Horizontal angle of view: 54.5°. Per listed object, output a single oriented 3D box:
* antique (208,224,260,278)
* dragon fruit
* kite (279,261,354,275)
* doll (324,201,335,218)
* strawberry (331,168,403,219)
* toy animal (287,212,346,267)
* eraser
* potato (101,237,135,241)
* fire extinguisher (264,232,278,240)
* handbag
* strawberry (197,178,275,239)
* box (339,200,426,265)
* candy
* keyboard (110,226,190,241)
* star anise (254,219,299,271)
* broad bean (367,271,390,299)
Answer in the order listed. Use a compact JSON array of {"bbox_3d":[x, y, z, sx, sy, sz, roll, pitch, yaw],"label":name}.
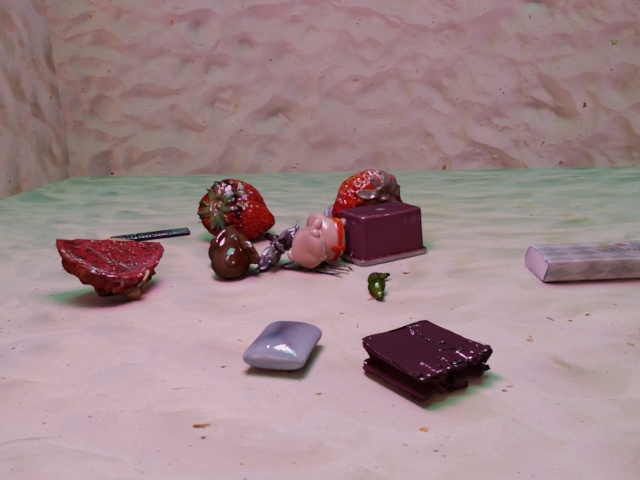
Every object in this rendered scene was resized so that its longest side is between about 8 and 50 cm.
[{"bbox_3d":[-0.293,0.047,2.008,0.143,0.121,0.257,-34,25,-9],"label":"antique"},{"bbox_3d":[-0.612,0.108,1.822,0.317,0.152,0.205,4,28,-30],"label":"dragon fruit"},{"bbox_3d":[-0.010,0.085,2.010,0.245,0.015,0.141,9,20,36],"label":"kite"},{"bbox_3d":[0.152,-0.123,2.533,0.287,0.150,0.151,-14,18,-15],"label":"doll"},{"bbox_3d":[0.144,-0.144,2.307,0.265,0.149,0.336,-7,-23,-34],"label":"strawberry"},{"bbox_3d":[0.000,0.000,1.998,0.171,0.171,0.198,9,19,36],"label":"toy animal"},{"bbox_3d":[0.832,0.058,1.830,0.397,0.082,0.213,-3,16,1],"label":"eraser"},{"bbox_3d":[-0.677,0.046,2.091,0.178,0.118,0.109,2,45,-38],"label":"potato"},{"bbox_3d":[-0.171,-0.009,2.366,0.046,0.032,0.100,29,-6,-36],"label":"fire extinguisher"},{"bbox_3d":[0.216,0.245,1.280,0.203,0.073,0.216,-14,21,-34],"label":"handbag"},{"bbox_3d":[-0.311,-0.100,2.384,0.239,0.250,0.288,-32,-22,24],"label":"strawberry"},{"bbox_3d":[0.205,-0.031,2.110,0.294,0.167,0.193,-11,19,-27],"label":"box"},{"bbox_3d":[-0.081,0.230,1.381,0.138,0.071,0.174,2,15,16],"label":"candy"},{"bbox_3d":[-0.683,-0.020,2.497,0.310,0.018,0.101,-8,15,-18],"label":"keyboard"},{"bbox_3d":[-0.140,0.028,2.026,0.204,0.061,0.181,-52,11,-29],"label":"star anise"},{"bbox_3d":[0.162,0.122,1.787,0.061,0.046,0.195,-2,14,13],"label":"broad bean"}]
